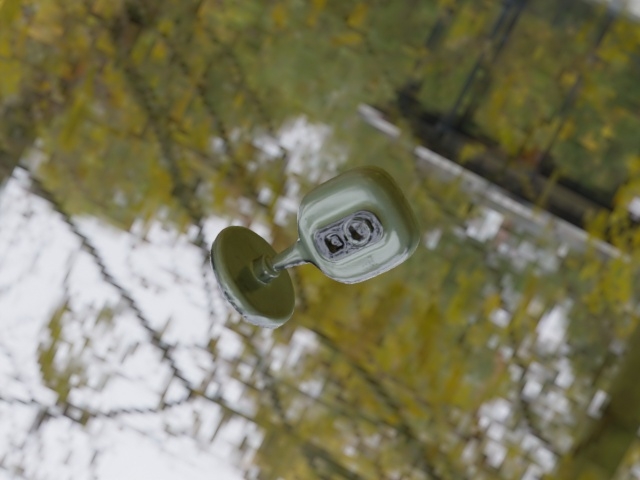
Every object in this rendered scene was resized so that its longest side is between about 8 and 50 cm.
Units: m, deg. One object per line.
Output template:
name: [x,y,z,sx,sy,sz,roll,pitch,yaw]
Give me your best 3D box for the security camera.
security camera: [0.000,0.000,0.904,0.058,0.092,0.058,37,-143,-33]
